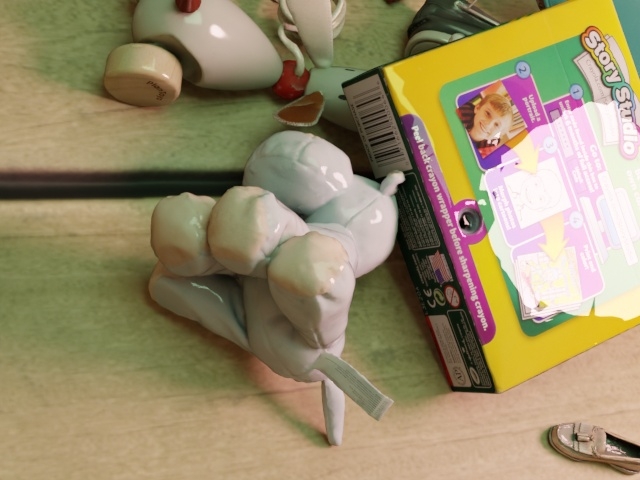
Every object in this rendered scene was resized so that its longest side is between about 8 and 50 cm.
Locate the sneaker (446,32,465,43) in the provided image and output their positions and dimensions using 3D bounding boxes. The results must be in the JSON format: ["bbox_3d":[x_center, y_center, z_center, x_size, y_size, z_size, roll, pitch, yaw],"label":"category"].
[{"bbox_3d":[0.123,-0.175,1.473,0.061,0.053,0.152,25,97,-2],"label":"sneaker"}]

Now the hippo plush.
[{"bbox_3d":[0.000,0.000,1.256,0.294,0.234,0.236,38,57,-4],"label":"hippo plush"}]

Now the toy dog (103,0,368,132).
[{"bbox_3d":[-0.065,-0.216,1.366,0.334,0.161,0.220,-6,79,-26],"label":"toy dog"}]

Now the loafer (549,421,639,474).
[{"bbox_3d":[0.317,0.227,1.414,0.125,0.039,0.045,19,60,-17],"label":"loafer"}]

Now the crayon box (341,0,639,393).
[{"bbox_3d":[0.232,-0.058,1.396,0.313,0.106,0.362,-22,95,-26],"label":"crayon box"}]

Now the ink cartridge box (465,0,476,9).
[{"bbox_3d":[0.246,-0.385,1.554,0.056,0.171,0.235,45,33,0],"label":"ink cartridge box"}]

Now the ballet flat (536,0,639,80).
[{"bbox_3d":[0.468,-0.236,1.663,0.483,0.164,0.182,39,34,-11],"label":"ballet flat"}]

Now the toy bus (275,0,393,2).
[{"bbox_3d":[0.035,-0.386,1.537,0.191,0.104,0.202,6,64,-23],"label":"toy bus"}]

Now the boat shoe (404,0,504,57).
[{"bbox_3d":[0.265,-0.206,1.557,0.335,0.112,0.095,24,63,-9],"label":"boat shoe"}]
